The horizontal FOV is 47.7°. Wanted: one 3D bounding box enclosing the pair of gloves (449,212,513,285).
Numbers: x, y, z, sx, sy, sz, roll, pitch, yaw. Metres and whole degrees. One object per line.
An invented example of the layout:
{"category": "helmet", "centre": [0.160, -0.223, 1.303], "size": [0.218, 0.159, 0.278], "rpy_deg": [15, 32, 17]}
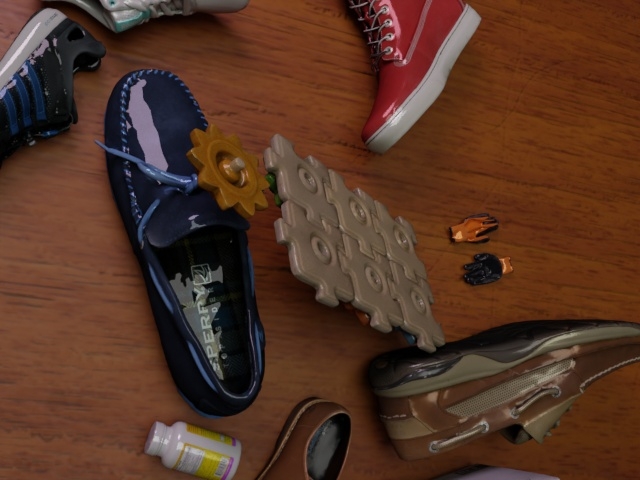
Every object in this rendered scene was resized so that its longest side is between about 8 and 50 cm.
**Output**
{"category": "pair of gloves", "centre": [0.191, 0.010, 0.862], "size": [0.074, 0.010, 0.083], "rpy_deg": [-15, 89, -26]}

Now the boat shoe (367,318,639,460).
{"category": "boat shoe", "centre": [0.208, 0.158, 0.790], "size": [0.324, 0.122, 0.119], "rpy_deg": [-9, 89, -16]}

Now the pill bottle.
{"category": "pill bottle", "centre": [-0.119, 0.196, 0.676], "size": [0.083, 0.043, 0.043], "rpy_deg": [23, 72, -17]}

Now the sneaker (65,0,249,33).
{"category": "sneaker", "centre": [-0.176, -0.243, 0.716], "size": [0.212, 0.080, 0.094], "rpy_deg": [8, 65, -11]}

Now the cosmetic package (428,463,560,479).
{"category": "cosmetic package", "centre": [0.152, 0.432, 0.683], "size": [0.217, 0.156, 0.384], "rpy_deg": [-14, 86, -23]}

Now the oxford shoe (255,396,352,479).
{"category": "oxford shoe", "centre": [-0.027, 0.251, 0.688], "size": [0.076, 0.076, 0.212], "rpy_deg": [27, 72, -18]}

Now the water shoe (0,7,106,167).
{"category": "water shoe", "centre": [-0.265, -0.120, 0.661], "size": [0.080, 0.073, 0.203], "rpy_deg": [28, 71, -18]}

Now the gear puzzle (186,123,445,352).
{"category": "gear puzzle", "centre": [0.000, 0.000, 0.677], "size": [0.339, 0.044, 0.175], "rpy_deg": [29, 40, -44]}

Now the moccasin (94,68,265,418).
{"category": "moccasin", "centre": [-0.108, -0.008, 0.680], "size": [0.138, 0.117, 0.341], "rpy_deg": [-19, 87, -25]}

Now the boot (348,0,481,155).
{"category": "boot", "centre": [0.063, -0.225, 0.816], "size": [0.176, 0.088, 0.244], "rpy_deg": [36, 60, -12]}
